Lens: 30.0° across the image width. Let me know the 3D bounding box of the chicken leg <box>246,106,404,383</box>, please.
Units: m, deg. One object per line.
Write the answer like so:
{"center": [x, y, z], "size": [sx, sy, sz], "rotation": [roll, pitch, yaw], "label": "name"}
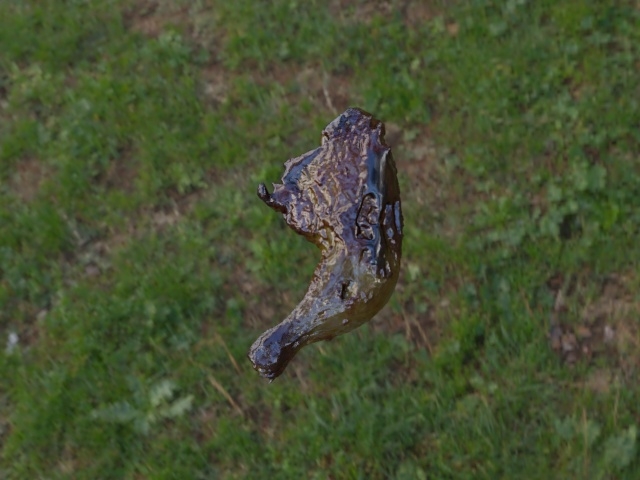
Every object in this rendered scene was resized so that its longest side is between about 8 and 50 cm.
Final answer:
{"center": [0.012, 0.004, 1.354], "size": [0.177, 0.083, 0.322], "rotation": [5, 86, -13], "label": "chicken leg"}
